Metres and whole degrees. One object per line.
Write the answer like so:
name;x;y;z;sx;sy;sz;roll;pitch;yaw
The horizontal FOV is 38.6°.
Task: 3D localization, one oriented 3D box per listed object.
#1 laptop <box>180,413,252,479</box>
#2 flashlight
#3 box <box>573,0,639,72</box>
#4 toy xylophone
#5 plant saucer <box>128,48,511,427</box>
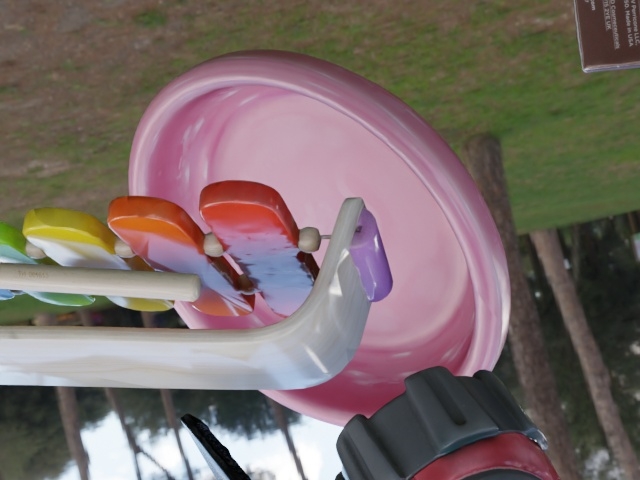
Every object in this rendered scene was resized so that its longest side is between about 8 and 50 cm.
laptop;-0.024;0.267;0.466;0.137;0.264;0.234;-33;-147;-17
flashlight;0.109;0.186;0.361;0.103;0.103;0.304;-13;-138;-20
box;0.467;-0.264;0.909;0.381;0.143;0.191;5;-159;43
toy xylophone;-0.121;0.023;0.496;0.323;0.081;0.236;2;160;3
plant saucer;0.000;0.000;0.724;0.332;0.332;0.084;-15;-160;43
